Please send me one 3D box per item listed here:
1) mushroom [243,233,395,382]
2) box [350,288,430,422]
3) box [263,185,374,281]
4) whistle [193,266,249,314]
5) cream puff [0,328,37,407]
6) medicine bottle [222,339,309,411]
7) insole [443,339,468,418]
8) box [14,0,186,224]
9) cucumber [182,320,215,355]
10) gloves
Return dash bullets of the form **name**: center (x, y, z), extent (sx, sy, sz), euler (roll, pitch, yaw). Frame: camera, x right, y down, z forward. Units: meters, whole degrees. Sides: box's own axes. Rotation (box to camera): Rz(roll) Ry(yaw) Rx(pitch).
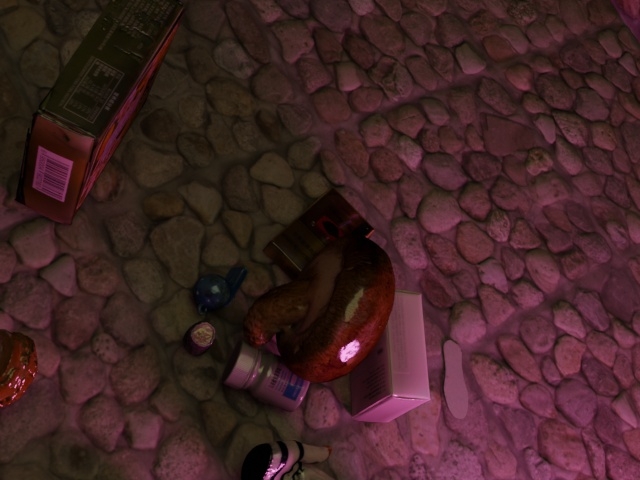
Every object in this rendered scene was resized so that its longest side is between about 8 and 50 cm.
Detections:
- **mushroom**: center (0.028, 0.139, 1.861), extent (0.239, 0.345, 0.345), euler (37, 48, -45)
- **box**: center (0.145, 0.257, 1.972), extent (0.106, 0.203, 0.251), euler (10, 61, -21)
- **box**: center (0.000, 0.000, 2.118), extent (0.159, 0.071, 0.240), euler (45, 56, 4)
- **whistle**: center (-0.229, 0.100, 1.951), extent (0.090, 0.090, 0.158), euler (32, 56, -7)
- **cream puff**: center (-0.608, 0.245, 1.675), extent (0.165, 0.115, 0.150), euler (-22, 54, 1)
- **medicine bottle**: center (-0.114, 0.290, 1.895), extent (0.168, 0.105, 0.105), euler (25, 57, -11)
- **insole**: center (0.322, 0.333, 2.138), extent (0.065, 0.004, 0.197), euler (8, 62, -21)
- **box**: center (-0.466, -0.287, 1.860), extent (0.138, 0.373, 0.420), euler (29, 57, -9)
- **cucumber**: center (-0.253, 0.203, 1.872), extent (0.064, 0.112, 0.064), euler (7, 69, -18)
- **gloves**: center (-0.051, 0.492, 1.826), extent (0.219, 0.131, 0.140), euler (33, 41, -39)
